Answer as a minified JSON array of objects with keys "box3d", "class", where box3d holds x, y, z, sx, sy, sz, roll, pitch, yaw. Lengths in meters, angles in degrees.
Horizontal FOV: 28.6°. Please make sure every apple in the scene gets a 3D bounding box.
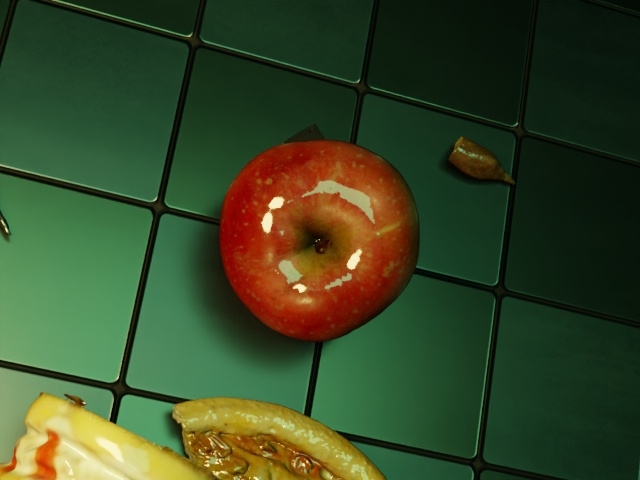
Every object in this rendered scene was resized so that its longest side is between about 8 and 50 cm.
[{"box3d":[0.000,0.000,1.610,0.261,0.216,0.260,0,92,3],"class":"apple"}]

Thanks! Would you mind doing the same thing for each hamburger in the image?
[{"box3d":[-0.272,0.300,1.453,0.303,0.261,0.186,28,73,12],"class":"hamburger"}]

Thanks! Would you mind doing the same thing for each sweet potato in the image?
[{"box3d":[0.237,-0.109,1.822,0.117,0.049,0.049,28,69,-19],"class":"sweet potato"}]

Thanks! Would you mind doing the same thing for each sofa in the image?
[{"box3d":[-0.003,-0.097,1.747,0.060,0.039,0.118,-33,86,-23],"class":"sofa"}]

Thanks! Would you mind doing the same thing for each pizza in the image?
[{"box3d":[-0.036,0.314,1.604,0.365,0.074,0.182,35,58,-5],"class":"pizza"}]

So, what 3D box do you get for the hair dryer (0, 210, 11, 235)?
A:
[{"box3d":[-0.546,-0.087,1.567,0.340,0.123,0.312,43,79,-13],"class":"hair dryer"}]
